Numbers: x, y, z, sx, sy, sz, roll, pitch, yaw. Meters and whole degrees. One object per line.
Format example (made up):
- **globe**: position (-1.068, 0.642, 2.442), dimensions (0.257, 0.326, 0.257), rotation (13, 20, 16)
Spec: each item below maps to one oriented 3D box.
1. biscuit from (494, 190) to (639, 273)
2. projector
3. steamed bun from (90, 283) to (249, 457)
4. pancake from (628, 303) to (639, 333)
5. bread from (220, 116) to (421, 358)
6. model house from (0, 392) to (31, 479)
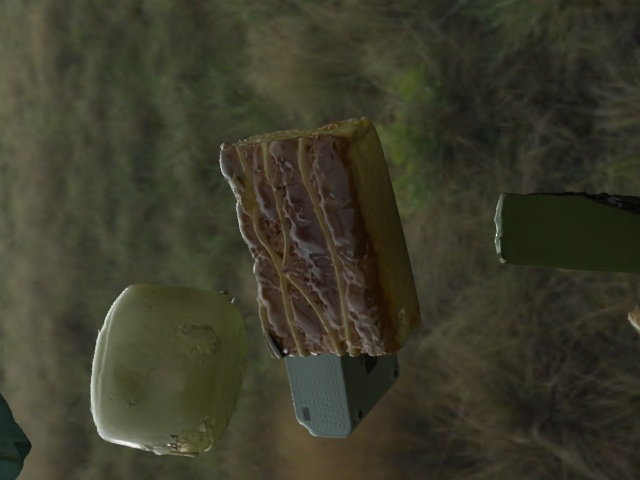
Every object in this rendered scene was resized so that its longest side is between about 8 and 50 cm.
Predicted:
- **biscuit**: position (0.373, -0.008, 1.404), dimensions (0.038, 0.323, 0.099), rotation (150, 122, -76)
- **projector**: position (0.036, 0.155, 1.761), dimensions (0.108, 0.198, 0.250), rotation (-1, 109, 28)
- **steamed bun**: position (-0.234, 0.196, 1.734), dimensions (0.166, 0.232, 0.272), rotation (51, -128, -83)
- **pancake**: position (0.466, 0.137, 1.137), dimensions (0.212, 0.258, 0.056), rotation (-124, 41, -51)
- **bread**: position (0.000, 0.000, 1.336), dimensions (0.185, 0.114, 0.274), rotation (-5, 107, 29)
- **model house**: position (-0.502, 0.261, 1.208), dimensions (0.248, 0.280, 0.230), rotation (-55, 46, 6)
